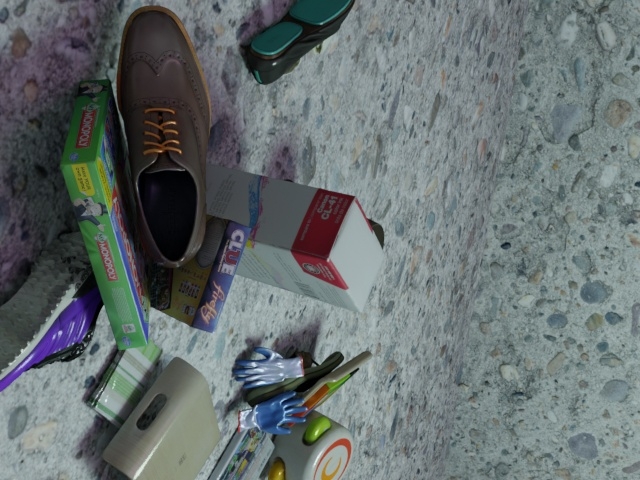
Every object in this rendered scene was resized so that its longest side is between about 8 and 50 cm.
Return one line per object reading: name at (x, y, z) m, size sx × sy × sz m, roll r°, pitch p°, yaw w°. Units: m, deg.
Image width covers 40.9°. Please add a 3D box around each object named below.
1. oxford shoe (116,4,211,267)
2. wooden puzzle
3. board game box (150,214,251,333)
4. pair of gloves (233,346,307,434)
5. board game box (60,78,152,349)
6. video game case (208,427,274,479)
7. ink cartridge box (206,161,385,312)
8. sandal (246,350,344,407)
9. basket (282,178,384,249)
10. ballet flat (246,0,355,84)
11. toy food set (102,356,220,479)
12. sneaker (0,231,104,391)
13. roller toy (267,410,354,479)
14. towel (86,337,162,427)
oxford shoe at (-0.206, -0.142, 1.178) m, size 0.133 × 0.130 × 0.363 m, roll -150°, pitch -128°, yaw -77°
wooden puzzle at (0.000, 0.358, 2.013) m, size 0.239 × 0.044 × 0.221 m, roll -42°, pitch 169°, yaw 28°
board game box at (-0.208, 0.037, 1.329) m, size 0.042 × 0.243 × 0.165 m, roll 22°, pitch 86°, yaw -34°
pair of gloves at (-0.105, 0.319, 1.821) m, size 0.159 × 0.023 × 0.198 m, roll -4°, pitch 98°, yaw -22°
board game box at (-0.289, -0.034, 1.202) m, size 0.213 × 0.046 × 0.317 m, roll -101°, pitch -175°, yaw -51°
video game case at (-0.180, 0.510, 1.924) m, size 0.201 × 0.023 × 0.183 m, roll -58°, pitch 151°, yaw -26°
ink cartridge box at (-0.066, -0.006, 1.499) m, size 0.131 × 0.306 × 0.226 m, roll -65°, pitch 154°, yaw -18°
sandal at (-0.054, 0.296, 1.959) m, size 0.303 × 0.086 × 0.120 m, roll -12°, pitch 155°, yaw -50°
basket at (0.000, 0.000, 1.731) m, size 0.204 × 0.227 × 0.154 m, roll -67°, pitch 154°, yaw -11°
ballet flat at (-0.039, -0.378, 1.590) m, size 0.280 × 0.095 × 0.096 m, roll -42°, pitch 152°, yaw -31°
toy food set at (-0.289, 0.379, 1.568) m, size 0.219 × 0.092 × 0.306 m, roll -56°, pitch 158°, yaw -33°
sneaker at (-0.382, 0.134, 1.184) m, size 0.293 × 0.102 × 0.146 m, roll -54°, pitch 149°, yaw -35°
roller toy at (-0.027, 0.520, 2.097) m, size 0.191 × 0.146 × 0.209 m, roll 29°, pitch 85°, yaw -55°
towel at (-0.329, 0.231, 1.453) m, size 0.152 × 0.023 × 0.113 m, roll -64°, pitch 156°, yaw -23°
